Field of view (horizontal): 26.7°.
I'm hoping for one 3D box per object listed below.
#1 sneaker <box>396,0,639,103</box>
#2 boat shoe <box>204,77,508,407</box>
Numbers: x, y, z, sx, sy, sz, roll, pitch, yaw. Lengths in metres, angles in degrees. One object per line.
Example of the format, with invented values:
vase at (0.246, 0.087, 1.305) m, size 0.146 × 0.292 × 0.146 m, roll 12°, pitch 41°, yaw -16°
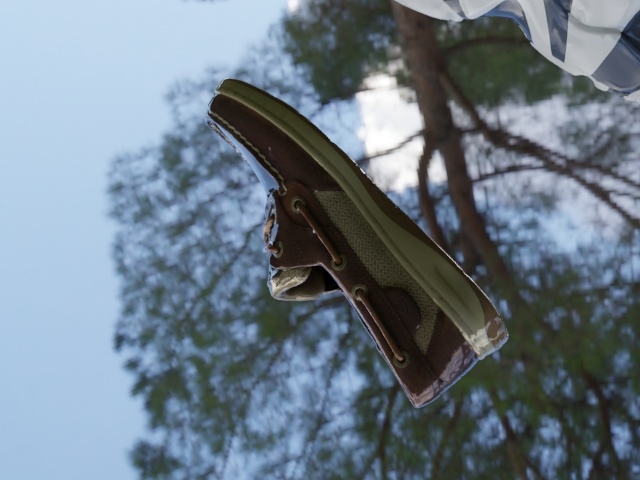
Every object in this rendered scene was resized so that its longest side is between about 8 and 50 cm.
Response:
sneaker at (0.143, -0.153, 0.591) m, size 0.235 × 0.153 × 0.094 m, roll 19°, pitch -135°, yaw -18°
boat shoe at (0.000, 0.000, 1.132) m, size 0.123 × 0.123 × 0.342 m, roll -44°, pitch -109°, yaw -4°
